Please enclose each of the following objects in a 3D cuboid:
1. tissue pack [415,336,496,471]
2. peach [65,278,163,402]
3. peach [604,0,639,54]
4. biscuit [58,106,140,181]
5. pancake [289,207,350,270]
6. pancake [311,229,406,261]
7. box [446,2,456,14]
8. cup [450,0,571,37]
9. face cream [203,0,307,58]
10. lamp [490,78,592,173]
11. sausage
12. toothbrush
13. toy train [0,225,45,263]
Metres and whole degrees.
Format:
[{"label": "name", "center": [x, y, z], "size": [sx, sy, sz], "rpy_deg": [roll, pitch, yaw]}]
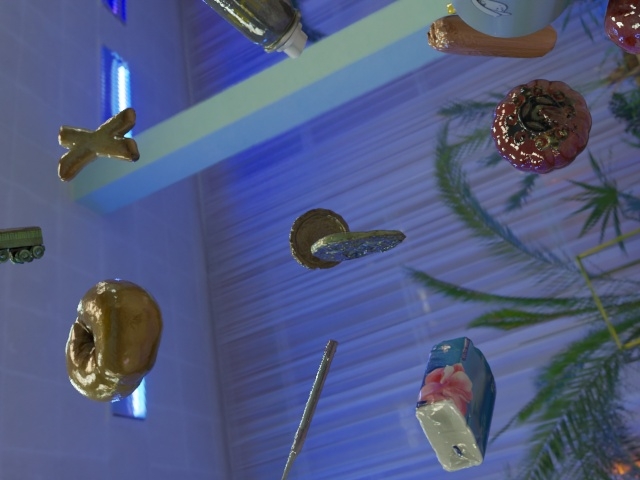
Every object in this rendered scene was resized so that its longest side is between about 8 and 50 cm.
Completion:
[{"label": "tissue pack", "center": [0.341, 0.394, 1.659], "size": [0.209, 0.137, 0.269], "rpy_deg": [64, -152, -16]}, {"label": "peach", "center": [-0.413, 0.201, 1.351], "size": [0.153, 0.251, 0.251], "rpy_deg": [17, -133, -29]}, {"label": "peach", "center": [0.464, -0.344, 0.933], "size": [0.152, 0.152, 0.152], "rpy_deg": [52, -155, -37]}, {"label": "biscuit", "center": [-0.552, -0.242, 1.676], "size": [0.047, 0.208, 0.164], "rpy_deg": [64, -167, -62]}, {"label": "pancake", "center": [0.000, 0.000, 2.000], "size": [0.199, 0.199, 0.021], "rpy_deg": [60, 174, -21]}, {"label": "pancake", "center": [0.038, 0.006, 0.720], "size": [0.108, 0.108, 0.017], "rpy_deg": [20, -119, -64]}, {"label": "box", "center": [0.300, -0.417, 1.165], "size": [0.155, 0.087, 0.023], "rpy_deg": [-23, -72, -35]}, {"label": "cup", "center": [0.266, -0.421, 0.919], "size": [0.312, 0.206, 0.205], "rpy_deg": [1, -112, -77]}, {"label": "face cream", "center": [-0.125, -0.323, 0.815], "size": [0.284, 0.073, 0.073], "rpy_deg": [35, -146, -30]}, {"label": "lamp", "center": [0.514, -0.269, 1.583], "size": [0.227, 0.227, 0.226], "rpy_deg": [52, -155, -37]}, {"label": "sausage", "center": [0.364, -0.429, 1.427], "size": [0.086, 0.289, 0.086], "rpy_deg": [180, 90, -74]}, {"label": "toothbrush", "center": [-0.029, 0.350, 1.228], "size": [0.029, 0.024, 0.353], "rpy_deg": [21, -96, -25]}, {"label": "toy train", "center": [-0.586, 0.011, 1.267], "size": [0.148, 0.038, 0.070], "rpy_deg": [-8, -97, -52]}]
